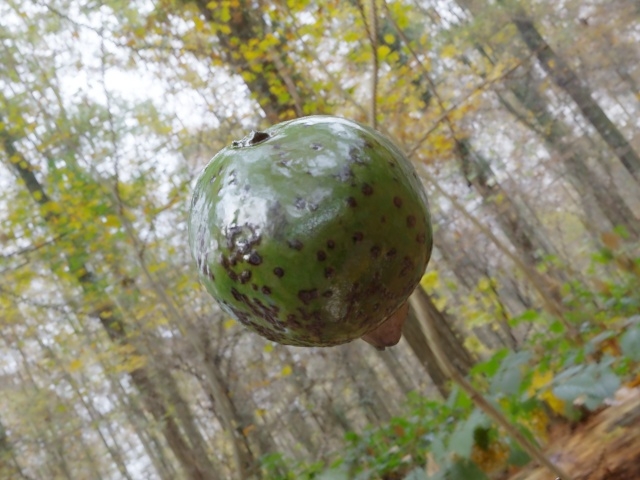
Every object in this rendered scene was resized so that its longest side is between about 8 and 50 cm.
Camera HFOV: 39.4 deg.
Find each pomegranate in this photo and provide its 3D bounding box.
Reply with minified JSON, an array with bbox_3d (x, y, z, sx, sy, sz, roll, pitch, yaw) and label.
[{"bbox_3d":[0.000,0.000,0.899,0.254,0.270,0.254,-31,27,18],"label":"pomegranate"}]

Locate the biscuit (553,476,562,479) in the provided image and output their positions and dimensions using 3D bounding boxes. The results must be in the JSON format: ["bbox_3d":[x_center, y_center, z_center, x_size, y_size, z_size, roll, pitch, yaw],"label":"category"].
[{"bbox_3d":[0.126,0.217,0.419,0.064,0.199,0.034,-35,-31,27],"label":"biscuit"}]
